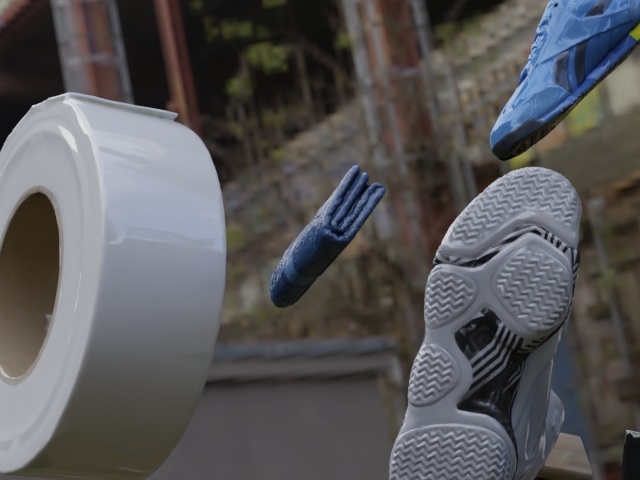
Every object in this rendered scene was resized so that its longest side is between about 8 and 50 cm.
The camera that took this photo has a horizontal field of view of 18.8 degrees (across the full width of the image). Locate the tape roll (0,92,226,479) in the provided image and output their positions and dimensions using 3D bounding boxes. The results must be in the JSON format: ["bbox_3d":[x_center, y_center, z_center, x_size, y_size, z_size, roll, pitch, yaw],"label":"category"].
[{"bbox_3d":[-0.177,0.038,1.444,0.100,0.286,0.286,10,-22,-28],"label":"tape roll"}]

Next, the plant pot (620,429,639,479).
[{"bbox_3d":[0.423,0.313,2.033,0.187,0.167,0.188,21,-7,-32],"label":"plant pot"}]

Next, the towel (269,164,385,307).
[{"bbox_3d":[0.000,0.000,1.318,0.067,0.029,0.119,-56,4,-33],"label":"towel"}]

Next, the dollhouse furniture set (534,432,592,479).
[{"bbox_3d":[0.199,0.422,2.089,0.362,0.394,0.256,12,-53,-20],"label":"dollhouse furniture set"}]

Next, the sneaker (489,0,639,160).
[{"bbox_3d":[0.192,-0.149,1.559,0.209,0.082,0.069,-44,-3,-22],"label":"sneaker"}]

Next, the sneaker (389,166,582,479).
[{"bbox_3d":[0.176,0.110,1.908,0.137,0.365,0.210,17,0,17],"label":"sneaker"}]
